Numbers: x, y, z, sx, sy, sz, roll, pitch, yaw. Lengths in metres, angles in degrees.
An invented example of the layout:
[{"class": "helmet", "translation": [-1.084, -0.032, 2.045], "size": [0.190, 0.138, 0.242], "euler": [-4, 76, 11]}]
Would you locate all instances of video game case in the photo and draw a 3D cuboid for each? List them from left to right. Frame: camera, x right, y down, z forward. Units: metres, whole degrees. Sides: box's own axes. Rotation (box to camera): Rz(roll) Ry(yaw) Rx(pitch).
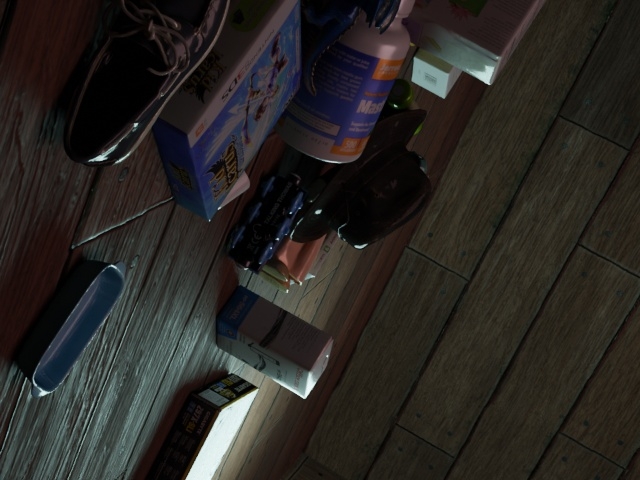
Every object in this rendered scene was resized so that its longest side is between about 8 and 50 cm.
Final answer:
[{"class": "video game case", "translation": [-0.109, -0.180, 1.398], "size": [0.244, 0.061, 0.269], "euler": [-56, 169, -17]}, {"class": "video game case", "translation": [0.000, 0.000, 2.282], "size": [0.193, 0.023, 0.212], "euler": [-58, -170, -15]}]

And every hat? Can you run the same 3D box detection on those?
[{"class": "hat", "translation": [0.105, -0.076, 1.951], "size": [0.331, 0.134, 0.331], "euler": [-41, 166, -12]}]

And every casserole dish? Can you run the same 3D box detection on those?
[{"class": "casserole dish", "translation": [-0.298, 0.098, 1.310], "size": [0.188, 0.037, 0.114], "euler": [-57, 169, -14]}]

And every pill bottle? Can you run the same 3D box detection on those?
[{"class": "pill bottle", "translation": [0.041, -0.264, 1.626], "size": [0.152, 0.152, 0.272], "euler": [-41, 159, -60]}]

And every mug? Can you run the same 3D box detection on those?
[{"class": "mug", "translation": [-0.141, -0.072, 1.540], "size": [0.064, 0.062, 0.078], "euler": [-47, 158, -24]}]

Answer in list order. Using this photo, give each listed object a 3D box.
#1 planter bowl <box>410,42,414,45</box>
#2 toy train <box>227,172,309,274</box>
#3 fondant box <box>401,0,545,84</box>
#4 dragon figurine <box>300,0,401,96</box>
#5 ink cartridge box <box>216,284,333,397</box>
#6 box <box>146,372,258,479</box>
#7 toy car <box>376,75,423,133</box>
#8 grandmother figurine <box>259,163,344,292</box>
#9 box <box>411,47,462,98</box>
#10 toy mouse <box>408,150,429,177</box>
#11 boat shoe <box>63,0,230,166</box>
[{"class": "planter bowl", "translation": [0.277, -0.486, 2.310], "size": [0.217, 0.090, 0.217], "euler": [-57, 169, -18]}, {"class": "toy train", "translation": [-0.087, -0.029, 1.856], "size": [0.184, 0.080, 0.105], "euler": [-60, 175, -7]}, {"class": "fondant box", "translation": [0.285, -0.472, 1.986], "size": [0.330, 0.238, 0.096], "euler": [-56, 169, -24]}, {"class": "dragon figurine", "translation": [0.057, -0.327, 1.478], "size": [0.085, 0.144, 0.289], "euler": [-15, 119, -73]}, {"class": "ink cartridge box", "translation": [-0.088, 0.191, 2.072], "size": [0.086, 0.203, 0.148], "euler": [-55, 168, -27]}, {"class": "box", "translation": [-0.262, 0.442, 2.266], "size": [0.322, 0.079, 0.257], "euler": [-62, 171, 8]}, {"class": "toy car", "translation": [0.079, -0.235, 2.051], "size": [0.188, 0.149, 0.155], "euler": [-34, 158, 1]}, {"class": "grandmother figurine", "translation": [0.003, -0.061, 2.133], "size": [0.342, 0.104, 0.208], "euler": [-55, 177, -16]}, {"class": "box", "translation": [0.288, -0.433, 2.492], "size": [0.170, 0.091, 0.130], "euler": [-58, 169, -15]}, {"class": "toy mouse", "translation": [0.168, -0.108, 2.064], "size": [0.143, 0.031, 0.161], "euler": [-12, -117, 54]}, {"class": "boat shoe", "translation": [-0.167, -0.183, 1.050], "size": [0.254, 0.095, 0.079], "euler": [-53, -179, 7]}]
